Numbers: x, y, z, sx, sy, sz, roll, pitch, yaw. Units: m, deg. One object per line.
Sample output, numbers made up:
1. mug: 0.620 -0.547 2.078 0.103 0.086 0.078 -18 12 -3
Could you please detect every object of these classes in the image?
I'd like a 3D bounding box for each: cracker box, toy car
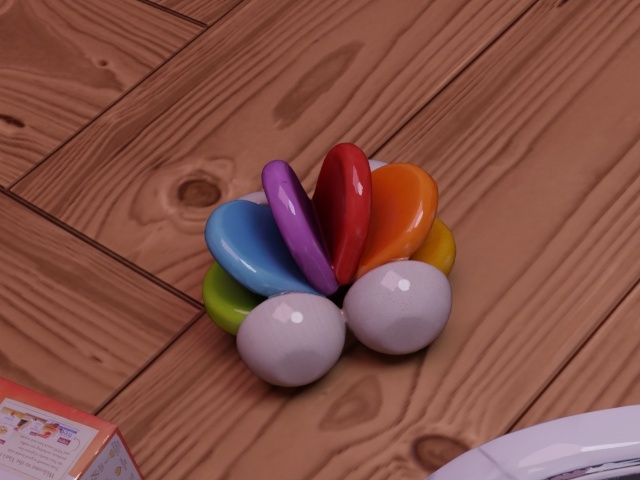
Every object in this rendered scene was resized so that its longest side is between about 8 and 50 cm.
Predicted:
1. cracker box: -0.245 0.197 0.848 0.156 0.067 0.232 17 52 30
2. toy car: 0.000 0.000 0.921 0.182 0.136 0.159 -17 45 -1

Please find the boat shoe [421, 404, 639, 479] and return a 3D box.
1. boat shoe: 0.074 0.202 0.735 0.335 0.121 0.119 -26 52 6
